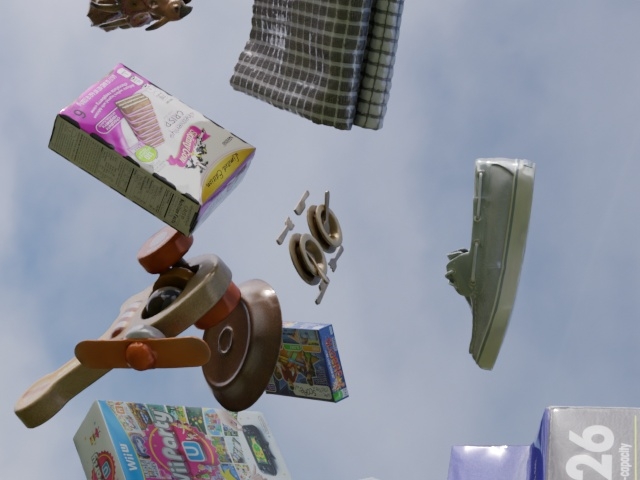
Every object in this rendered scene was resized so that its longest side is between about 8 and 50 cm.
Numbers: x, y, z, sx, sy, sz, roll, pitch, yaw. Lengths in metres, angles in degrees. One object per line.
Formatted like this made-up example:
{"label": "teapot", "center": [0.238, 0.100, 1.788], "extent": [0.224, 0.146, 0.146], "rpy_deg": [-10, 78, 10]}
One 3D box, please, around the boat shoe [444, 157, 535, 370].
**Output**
{"label": "boat shoe", "center": [0.175, 0.022, 1.322], "extent": [0.081, 0.079, 0.227], "rpy_deg": [10, -85, 11]}

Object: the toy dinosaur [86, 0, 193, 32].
{"label": "toy dinosaur", "center": [-0.300, -0.373, 1.911], "extent": [0.127, 0.200, 0.296], "rpy_deg": [28, -29, -24]}

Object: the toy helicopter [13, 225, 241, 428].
{"label": "toy helicopter", "center": [-0.265, 0.145, 1.672], "extent": [0.355, 0.235, 0.140], "rpy_deg": [-37, -69, 4]}

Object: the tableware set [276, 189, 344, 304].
{"label": "tableware set", "center": [0.000, 0.000, 1.974], "extent": [0.039, 0.194, 0.128], "rpy_deg": [-24, -71, 25]}

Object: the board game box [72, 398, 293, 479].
{"label": "board game box", "center": [-0.190, 0.358, 1.845], "extent": [0.097, 0.303, 0.224], "rpy_deg": [-57, -137, 28]}

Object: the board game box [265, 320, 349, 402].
{"label": "board game box", "center": [-0.041, 0.212, 2.200], "extent": [0.201, 0.035, 0.136], "rpy_deg": [0, -74, 50]}

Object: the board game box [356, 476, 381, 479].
{"label": "board game box", "center": [0.158, 0.482, 1.921], "extent": [0.275, 0.144, 0.142], "rpy_deg": [15, -89, 26]}

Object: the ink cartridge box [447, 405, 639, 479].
{"label": "ink cartridge box", "center": [0.230, 0.249, 0.903], "extent": [0.307, 0.303, 0.072], "rpy_deg": [0, -48, 13]}

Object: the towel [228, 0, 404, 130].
{"label": "towel", "center": [-0.009, -0.285, 1.696], "extent": [0.284, 0.121, 0.235], "rpy_deg": [26, -66, 54]}

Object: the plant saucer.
{"label": "plant saucer", "center": [-0.125, 0.150, 1.813], "extent": [0.036, 0.198, 0.198], "rpy_deg": [14, -29, -33]}

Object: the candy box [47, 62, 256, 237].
{"label": "candy box", "center": [-0.228, -0.127, 1.696], "extent": [0.233, 0.159, 0.071], "rpy_deg": [32, -47, 4]}
